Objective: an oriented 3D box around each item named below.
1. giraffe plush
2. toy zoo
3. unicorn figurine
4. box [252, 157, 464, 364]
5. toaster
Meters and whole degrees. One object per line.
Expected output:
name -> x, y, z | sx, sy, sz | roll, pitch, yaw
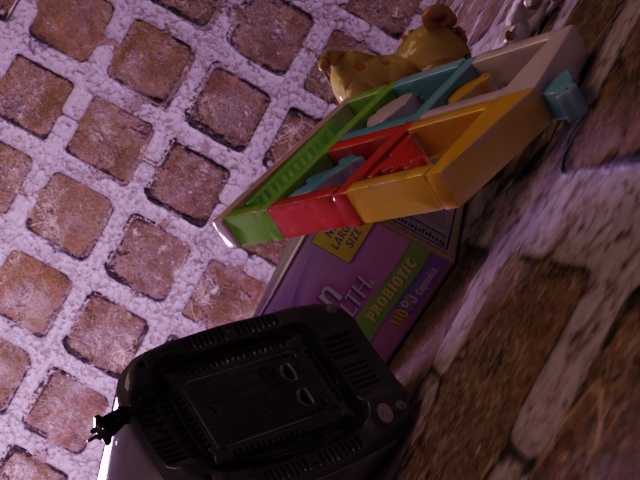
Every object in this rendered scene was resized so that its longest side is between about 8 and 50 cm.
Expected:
giraffe plush -> 0.109, -0.180, 1.325 | 0.170, 0.210, 0.181 | -28, -5, 6
toy zoo -> 0.069, -0.076, 0.824 | 0.293, 0.030, 0.192 | -10, 29, 50
unicorn figurine -> 0.177, -0.184, 1.079 | 0.162, 0.060, 0.111 | -46, -2, -17
box -> 0.034, 0.013, 1.035 | 0.213, 0.117, 0.243 | -60, 3, 30
toaster -> -0.058, 0.144, 0.759 | 0.227, 0.129, 0.146 | -15, -37, -36
